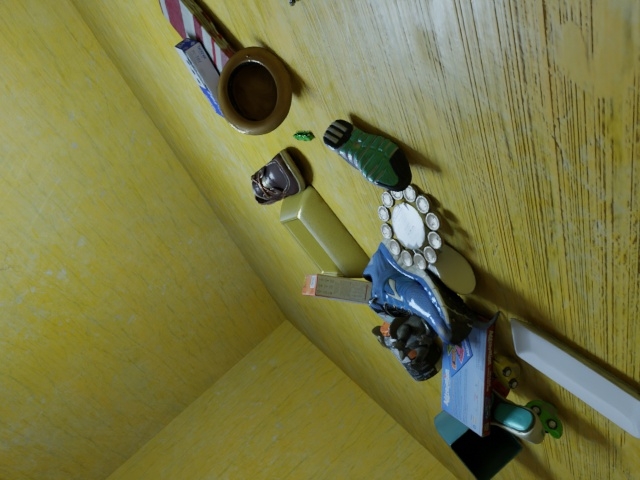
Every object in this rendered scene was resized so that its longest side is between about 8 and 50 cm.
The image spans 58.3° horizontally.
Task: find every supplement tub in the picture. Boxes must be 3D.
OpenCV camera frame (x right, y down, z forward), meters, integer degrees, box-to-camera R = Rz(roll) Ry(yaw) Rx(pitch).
[{"bbox_3d":[0.267,0.307,1.678,0.190,0.117,0.117,53,166,-10],"label":"supplement tub"}]

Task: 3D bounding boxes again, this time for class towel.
[{"bbox_3d":[-0.297,-0.510,1.431,0.329,0.037,0.237,50,168,2],"label":"towel"}]

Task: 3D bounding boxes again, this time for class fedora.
[{"bbox_3d":[-0.132,-0.321,1.252,0.194,0.194,0.079,46,-158,15],"label":"fedora"}]

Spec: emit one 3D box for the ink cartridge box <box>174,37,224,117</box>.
[{"bbox_3d":[-0.292,-0.418,1.490,0.097,0.046,0.207,39,164,51],"label":"ink cartridge box"}]

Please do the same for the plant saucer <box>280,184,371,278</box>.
[{"bbox_3d":[0.000,0.000,1.764,0.332,0.081,0.333,51,165,-9],"label":"plant saucer"}]

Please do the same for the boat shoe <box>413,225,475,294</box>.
[{"bbox_3d":[0.244,0.044,1.177,0.184,0.066,0.063,42,174,25],"label":"boat shoe"}]

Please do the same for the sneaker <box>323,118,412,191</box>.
[{"bbox_3d":[0.104,-0.155,1.098,0.224,0.083,0.098,45,-173,36],"label":"sneaker"}]

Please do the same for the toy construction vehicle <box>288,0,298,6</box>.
[{"bbox_3d":[-0.053,-0.428,0.914,0.085,0.035,0.098,58,165,11],"label":"toy construction vehicle"}]

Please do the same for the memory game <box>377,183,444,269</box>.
[{"bbox_3d":[0.178,-0.028,1.149,0.186,0.012,0.186,38,139,42],"label":"memory game"}]

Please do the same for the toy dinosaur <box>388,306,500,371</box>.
[{"bbox_3d":[0.247,0.188,1.282,0.121,0.160,0.313,39,126,-13],"label":"toy dinosaur"}]

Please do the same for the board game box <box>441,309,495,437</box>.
[{"bbox_3d":[0.337,0.293,1.325,0.145,0.027,0.281,24,120,58],"label":"board game box"}]

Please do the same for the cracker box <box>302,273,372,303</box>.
[{"bbox_3d":[0.077,0.145,1.669,0.232,0.067,0.156,11,173,-14],"label":"cracker box"}]

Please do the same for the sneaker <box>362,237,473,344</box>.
[{"bbox_3d":[0.196,0.126,1.231,0.130,0.147,0.330,34,-170,-34],"label":"sneaker"}]

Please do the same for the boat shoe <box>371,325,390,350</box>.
[{"bbox_3d":[0.237,0.351,2.026,0.049,0.056,0.152,52,176,-30],"label":"boat shoe"}]

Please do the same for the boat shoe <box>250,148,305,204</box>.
[{"bbox_3d":[-0.135,-0.161,1.638,0.123,0.123,0.342,58,167,-4],"label":"boat shoe"}]

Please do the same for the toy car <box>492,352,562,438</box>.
[{"bbox_3d":[0.471,0.360,1.330,0.225,0.053,0.239,42,165,25],"label":"toy car"}]

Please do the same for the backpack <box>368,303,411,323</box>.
[{"bbox_3d":[0.213,0.170,1.487,0.152,0.115,0.182,56,164,-28],"label":"backpack"}]

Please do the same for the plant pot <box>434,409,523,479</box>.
[{"bbox_3d":[0.460,0.591,1.764,0.165,0.165,0.234,51,174,-8],"label":"plant pot"}]

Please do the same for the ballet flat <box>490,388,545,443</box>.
[{"bbox_3d":[0.418,0.400,1.337,0.086,0.086,0.248,56,164,-24],"label":"ballet flat"}]

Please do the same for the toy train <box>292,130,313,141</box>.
[{"bbox_3d":[-0.041,-0.248,1.370,0.024,0.017,0.083,44,169,-25],"label":"toy train"}]

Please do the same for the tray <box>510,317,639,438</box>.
[{"bbox_3d":[0.475,0.243,1.061,0.270,0.030,0.145,36,160,42],"label":"tray"}]
